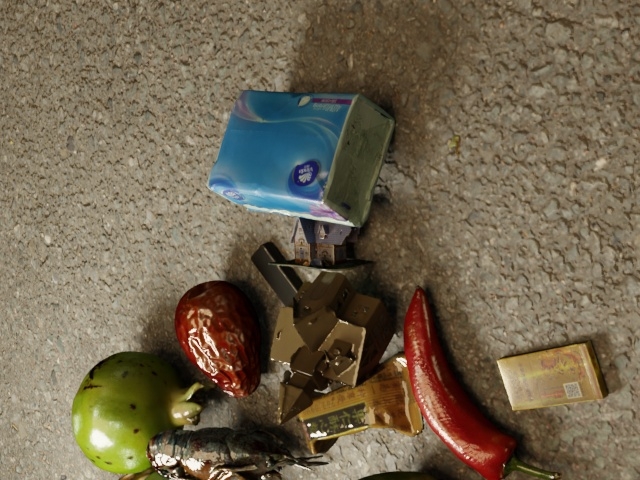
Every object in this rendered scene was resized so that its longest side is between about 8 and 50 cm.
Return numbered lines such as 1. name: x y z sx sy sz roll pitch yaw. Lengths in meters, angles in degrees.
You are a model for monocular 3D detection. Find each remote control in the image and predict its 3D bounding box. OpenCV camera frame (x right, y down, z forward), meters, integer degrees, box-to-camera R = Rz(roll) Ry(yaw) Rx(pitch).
1. remote control: -0.048 0.109 1.595 0.245 0.025 0.063 52 123 20

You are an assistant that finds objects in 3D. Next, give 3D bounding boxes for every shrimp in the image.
1. shrimp: -0.164 0.429 1.684 0.372 0.172 0.137 8 116 6

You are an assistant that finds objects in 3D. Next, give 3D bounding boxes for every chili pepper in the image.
1. chili pepper: 0.219 0.257 1.350 0.368 0.092 0.137 53 129 17

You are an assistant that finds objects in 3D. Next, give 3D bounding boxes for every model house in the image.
1. model house: -0.014 0.192 1.399 0.180 0.248 0.176 11 146 33
2. model house: 0.000 0.000 1.472 0.167 0.117 0.088 4 98 43

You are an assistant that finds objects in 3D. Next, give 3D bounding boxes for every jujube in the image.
1. jujube: -0.193 0.197 1.665 0.168 0.168 0.236 -10 108 42

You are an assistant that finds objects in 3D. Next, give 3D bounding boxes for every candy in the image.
1. candy: 0.070 0.298 1.489 0.271 0.101 0.143 -26 75 35

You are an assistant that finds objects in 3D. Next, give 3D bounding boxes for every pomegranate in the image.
1. pomegranate: -0.381 0.359 1.803 0.340 0.260 0.261 -17 88 20

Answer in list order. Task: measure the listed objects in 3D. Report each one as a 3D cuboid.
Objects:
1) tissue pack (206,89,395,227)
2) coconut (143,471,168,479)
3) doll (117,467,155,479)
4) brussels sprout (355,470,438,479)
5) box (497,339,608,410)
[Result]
1. tissue pack: -0.034 -0.144 1.411 0.263 0.146 0.198 11 79 38
2. coconut: -0.307 0.625 1.749 0.328 0.281 0.329 -7 69 19
3. doll: -0.508 0.684 1.919 0.209 0.339 0.318 51 134 39
4. brussels sprout: 0.116 0.580 1.394 0.276 0.314 0.371 -8 101 65
5. box: 0.349 0.207 1.273 0.156 0.022 0.089 -22 87 41
